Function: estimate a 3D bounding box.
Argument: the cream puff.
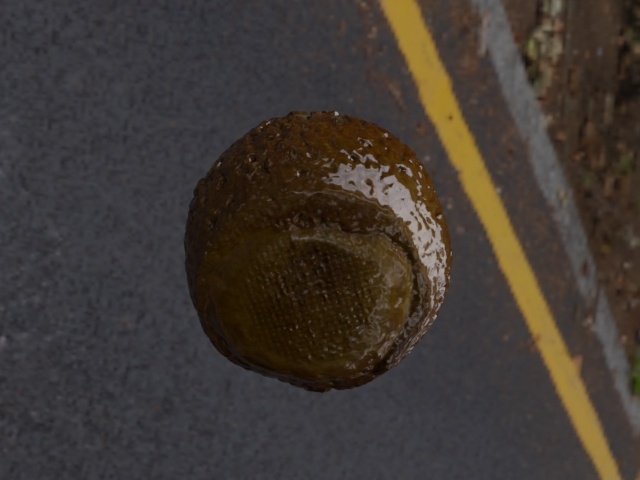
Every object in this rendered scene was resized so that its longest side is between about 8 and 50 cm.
[{"bbox_3d":[0.000,0.000,1.346,0.212,0.303,0.303,-78,160,-57],"label":"cream puff"}]
